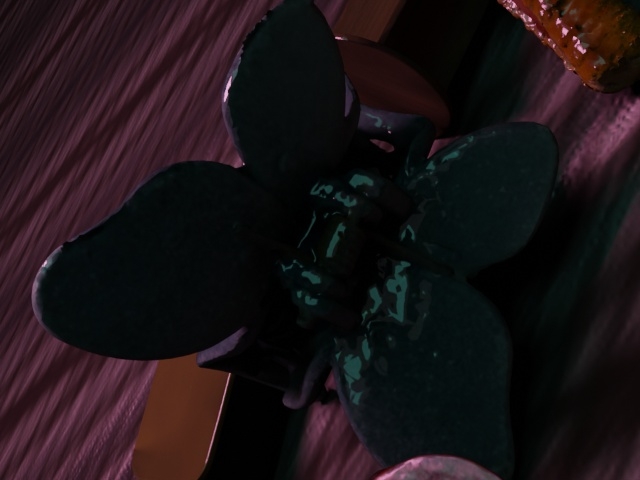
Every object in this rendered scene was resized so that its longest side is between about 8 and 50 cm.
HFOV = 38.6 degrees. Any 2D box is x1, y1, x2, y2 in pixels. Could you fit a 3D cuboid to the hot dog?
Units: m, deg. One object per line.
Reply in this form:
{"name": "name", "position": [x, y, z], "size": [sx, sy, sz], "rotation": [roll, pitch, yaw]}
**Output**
{"name": "hot dog", "position": [0.186, -0.244, 0.811], "size": [0.083, 0.068, 0.289], "rotation": [-40, 63, 12]}

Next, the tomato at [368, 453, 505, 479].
{"name": "tomato", "position": [0.097, 0.270, 0.637], "size": [0.199, 0.112, 0.228], "rotation": [40, 102, 41]}

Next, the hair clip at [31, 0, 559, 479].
{"name": "hair clip", "position": [0.000, 0.000, 0.797], "size": [0.318, 0.392, 0.238], "rotation": [-67, 10, -4]}

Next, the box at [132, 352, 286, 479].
{"name": "box", "position": [-0.107, 0.166, 0.968], "size": [0.144, 0.090, 0.201], "rotation": [-11, 60, 47]}

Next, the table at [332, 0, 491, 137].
{"name": "table", "position": [0.101, -0.243, 0.942], "size": [0.167, 0.167, 0.226], "rotation": [5, 63, 52]}
